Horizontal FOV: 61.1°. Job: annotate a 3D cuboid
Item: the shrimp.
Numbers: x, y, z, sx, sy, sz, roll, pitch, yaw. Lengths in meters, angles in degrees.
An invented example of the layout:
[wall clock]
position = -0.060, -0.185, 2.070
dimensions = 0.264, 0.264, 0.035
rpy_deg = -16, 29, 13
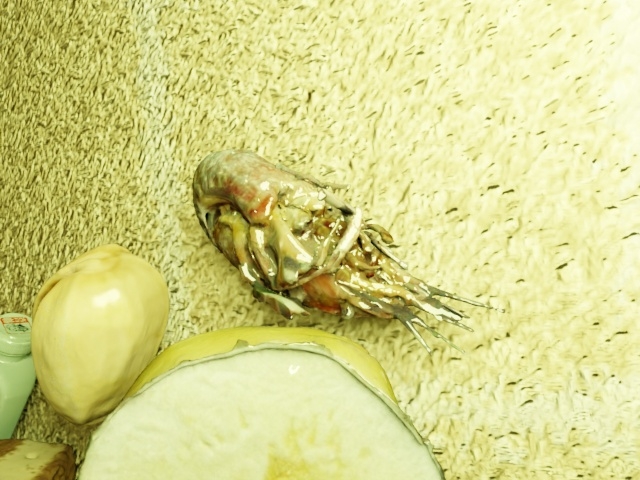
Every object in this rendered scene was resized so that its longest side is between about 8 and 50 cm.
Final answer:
[shrimp]
position = 0.002, 0.003, 0.517
dimensions = 0.343, 0.116, 0.145
rpy_deg = 27, 119, 28

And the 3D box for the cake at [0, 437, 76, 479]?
[cake]
position = -0.491, 0.419, 0.694
dimensions = 0.290, 0.282, 0.255
rpy_deg = 2, 92, -4

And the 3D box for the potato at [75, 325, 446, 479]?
[potato]
position = -0.044, 0.190, 0.518
dimensions = 0.300, 0.196, 0.246
rpy_deg = 4, 96, 2

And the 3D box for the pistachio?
[pistachio]
position = -0.277, 0.117, 0.677
dimensions = 0.157, 0.157, 0.229
rpy_deg = 28, 110, 27

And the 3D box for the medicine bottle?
[medicine bottle]
position = -0.504, 0.219, 0.840
dimensions = 0.121, 0.083, 0.229
rpy_deg = 40, 109, 27
